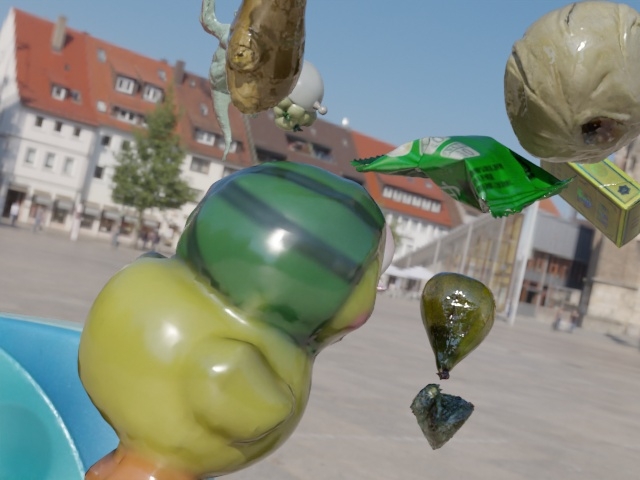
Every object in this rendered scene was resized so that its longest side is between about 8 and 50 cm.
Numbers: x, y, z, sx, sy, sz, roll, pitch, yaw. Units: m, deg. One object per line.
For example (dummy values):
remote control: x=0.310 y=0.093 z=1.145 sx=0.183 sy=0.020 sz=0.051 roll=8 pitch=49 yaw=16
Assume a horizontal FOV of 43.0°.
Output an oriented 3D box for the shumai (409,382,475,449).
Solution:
shumai: x=0.195 y=0.284 z=1.352 sx=0.087 sy=0.099 sz=0.123 roll=44 pitch=-14 yaw=9

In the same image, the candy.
candy: x=0.149 y=-0.075 z=0.852 sx=0.141 sy=0.078 sz=0.203 roll=7 pitch=9 yaw=-45

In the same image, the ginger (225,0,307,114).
ginger: x=-0.047 y=-0.247 z=0.829 sx=0.086 sy=0.131 sz=0.294 roll=29 pitch=-34 yaw=7

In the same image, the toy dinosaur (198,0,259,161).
toy dinosaur: x=-0.156 y=-0.257 z=1.318 sx=0.167 sy=0.242 sz=0.053 roll=28 pitch=25 yaw=31

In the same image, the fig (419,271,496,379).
fig: x=0.221 y=0.149 z=1.388 sx=0.133 sy=0.184 sz=0.126 roll=23 pitch=-9 yaw=-1

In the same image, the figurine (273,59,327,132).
figurine: x=-0.059 y=-0.254 z=1.205 sx=0.094 sy=0.197 sz=0.147 roll=-34 pitch=-14 yaw=25

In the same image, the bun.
bun: x=0.263 y=-0.143 z=0.800 sx=0.173 sy=0.113 sz=0.166 roll=12 pitch=-46 yaw=-27

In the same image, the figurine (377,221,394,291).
figurine: x=-0.006 y=0.012 z=1.442 sx=0.284 sy=0.206 sz=0.315 roll=42 pitch=20 yaw=-16

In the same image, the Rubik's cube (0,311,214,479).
Rubik's cube: x=-0.346 y=0.292 z=1.128 sx=0.348 sy=0.351 sz=0.352 roll=7 pitch=-13 yaw=11

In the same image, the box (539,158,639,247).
box: x=0.505 y=-0.103 z=1.516 sx=0.220 sy=0.064 sz=0.141 roll=52 pitch=-8 yaw=33

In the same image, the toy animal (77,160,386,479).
toy animal: x=-0.083 y=0.075 z=0.662 sx=0.191 sy=0.338 sz=0.216 roll=36 pitch=-12 yaw=-3
